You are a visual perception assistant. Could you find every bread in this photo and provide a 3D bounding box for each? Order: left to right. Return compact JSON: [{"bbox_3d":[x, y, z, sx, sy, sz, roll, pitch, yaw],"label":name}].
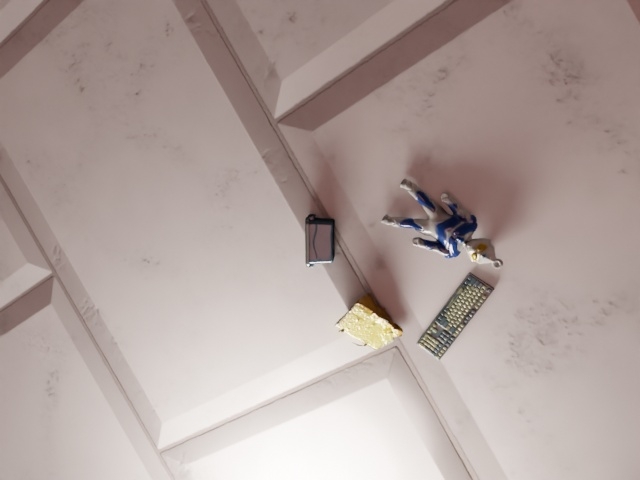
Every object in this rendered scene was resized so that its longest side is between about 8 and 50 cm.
[{"bbox_3d":[0.092,0.170,0.962,0.109,0.080,0.084,48,111,7],"label":"bread"}]

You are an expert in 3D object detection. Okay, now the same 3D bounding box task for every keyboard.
[{"bbox_3d":[0.253,0.145,0.945,0.055,0.014,0.176,36,107,11],"label":"keyboard"}]

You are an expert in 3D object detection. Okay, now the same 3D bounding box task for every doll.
[{"bbox_3d":[0.229,-0.021,0.901,0.227,0.057,0.114,30,103,12],"label":"doll"}]

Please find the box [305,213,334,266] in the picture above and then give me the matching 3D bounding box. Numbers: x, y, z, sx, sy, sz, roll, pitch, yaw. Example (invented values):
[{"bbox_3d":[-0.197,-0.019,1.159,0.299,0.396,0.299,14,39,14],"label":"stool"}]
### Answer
[{"bbox_3d":[0.000,0.000,0.967,0.054,0.074,0.099,0,100,3],"label":"box"}]
